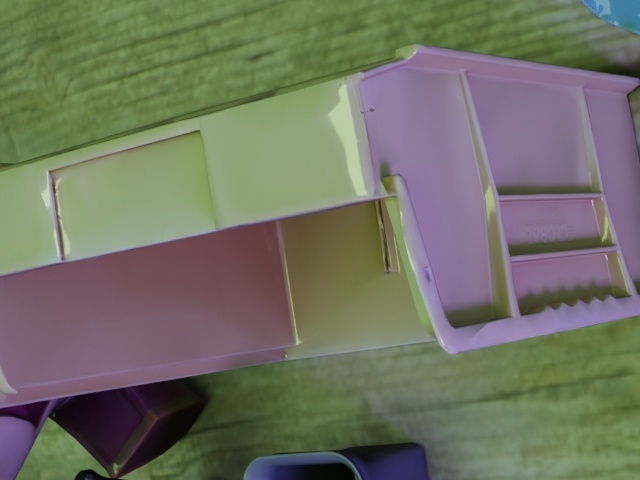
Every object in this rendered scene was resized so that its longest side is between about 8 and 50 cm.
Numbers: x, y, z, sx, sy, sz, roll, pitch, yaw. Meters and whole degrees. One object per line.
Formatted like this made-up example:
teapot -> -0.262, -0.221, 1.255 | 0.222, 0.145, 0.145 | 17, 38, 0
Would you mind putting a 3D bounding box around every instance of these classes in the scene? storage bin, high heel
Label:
storage bin -> 0.000, 0.000, 0.653 | 0.262, 0.260, 0.123 | -10, 86, 36
storage bin -> 0.028, 0.176, 0.757 | 0.098, 0.091, 0.135 | -11, 91, 36
high heel -> -0.222, 0.077, 0.747 | 0.181, 0.377, 0.127 | 43, 103, 17

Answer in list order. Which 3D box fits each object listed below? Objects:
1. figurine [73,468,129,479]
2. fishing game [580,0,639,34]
figurine -> -0.083, 0.246, 0.782 | 0.215, 0.092, 0.209 | 52, 158, 18
fishing game -> 0.179, -0.186, 0.634 | 0.264, 0.041, 0.189 | 34, 117, 27
